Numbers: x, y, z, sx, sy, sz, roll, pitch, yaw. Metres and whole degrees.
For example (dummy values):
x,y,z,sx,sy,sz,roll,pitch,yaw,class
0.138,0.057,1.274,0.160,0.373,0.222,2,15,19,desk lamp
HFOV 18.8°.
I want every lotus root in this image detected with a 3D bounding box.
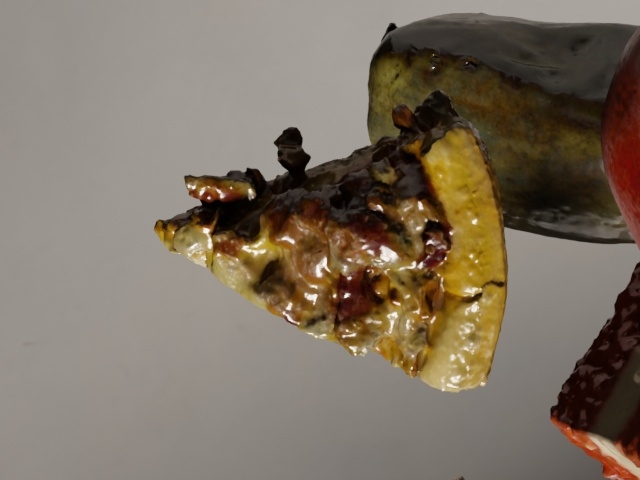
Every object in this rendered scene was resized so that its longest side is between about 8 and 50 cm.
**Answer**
x,y,z,sx,sy,sz,roll,pitch,yaw,class
0.167,-0.077,1.348,0.275,0.160,0.152,9,111,21,lotus root

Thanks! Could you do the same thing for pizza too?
x,y,z,sx,sy,sz,roll,pitch,yaw,class
0.000,0.002,0.995,0.194,0.069,0.154,2,108,18,pizza

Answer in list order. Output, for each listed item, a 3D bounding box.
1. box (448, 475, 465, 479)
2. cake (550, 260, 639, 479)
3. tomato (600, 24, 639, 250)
x,y,z,sx,sy,sz,roll,pitch,yaw,class
0.090,0.214,1.456,0.093,0.015,0.058,-29,98,47,box
0.432,0.150,1.765,0.270,0.269,0.319,-58,26,-9,cake
0.229,-0.050,1.048,0.187,0.151,0.187,-2,86,34,tomato
